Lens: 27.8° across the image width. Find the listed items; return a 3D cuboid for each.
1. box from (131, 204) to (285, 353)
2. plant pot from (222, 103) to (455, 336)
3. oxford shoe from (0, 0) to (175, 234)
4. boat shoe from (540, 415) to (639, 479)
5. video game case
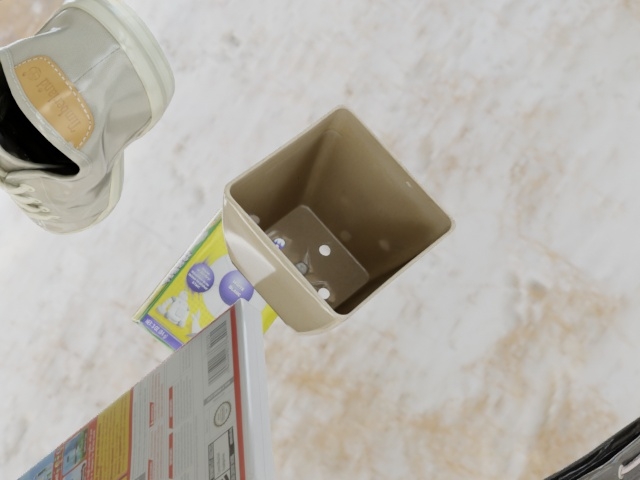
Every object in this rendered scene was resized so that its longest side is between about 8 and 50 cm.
[{"bbox_3d":[-0.079,0.036,1.211,0.179,0.105,0.043,-54,18,-14],"label":"box"},{"bbox_3d":[0.000,0.000,0.828,0.109,0.109,0.096,-38,-9,-30],"label":"plant pot"},{"bbox_3d":[-0.256,-0.090,1.189,0.130,0.169,0.449,-41,4,-23],"label":"oxford shoe"},{"bbox_3d":[0.168,0.221,1.034,0.335,0.095,0.112,-17,-5,-19],"label":"boat shoe"},{"bbox_3d":[-0.147,0.185,0.916,0.285,0.025,0.204,-39,29,18],"label":"video game case"}]
